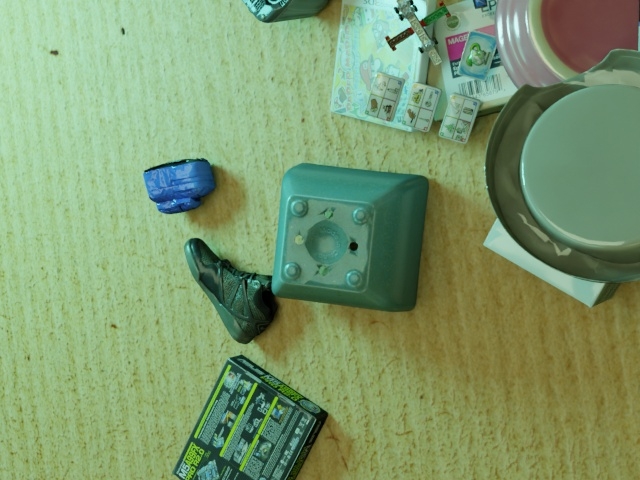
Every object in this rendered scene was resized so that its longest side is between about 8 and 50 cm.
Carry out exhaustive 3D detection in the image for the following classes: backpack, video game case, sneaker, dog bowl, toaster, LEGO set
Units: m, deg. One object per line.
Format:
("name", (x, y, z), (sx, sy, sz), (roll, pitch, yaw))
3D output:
("backpack", (-0.264, -0.107, 2.058), (0.120, 0.098, 0.101), (-16, 94, 12))
("video game case", (0.105, -0.319, 1.862), (0.206, 0.026, 0.226), (21, 111, 44))
("sneaker", (-0.160, 0.071, 2.019), (0.130, 0.087, 0.227), (-38, 79, 19))
("dog bowl", (0.416, -0.097, 1.531), (0.349, 0.102, 0.348), (-4, 74, 13))
("toaster", (-0.037, -0.491, 1.896), (0.129, 0.146, 0.227), (52, 125, 17))
("LEGO set", (0.191, -0.303, 1.762), (0.183, 0.060, 0.244), (16, 110, 3))

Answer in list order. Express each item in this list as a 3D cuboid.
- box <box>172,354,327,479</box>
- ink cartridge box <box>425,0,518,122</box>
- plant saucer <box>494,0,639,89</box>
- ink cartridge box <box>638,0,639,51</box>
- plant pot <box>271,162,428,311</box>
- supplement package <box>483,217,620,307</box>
("box", (-0.137, 0.388, 2.029), (0.216, 0.060, 0.270), (31, 103, 22))
("ink cartridge box", (0.295, -0.315, 1.796), (0.235, 0.088, 0.193), (-12, 87, 26))
("plant saucer", (0.443, -0.346, 1.667), (0.332, 0.084, 0.332), (0, 87, 2))
("ink cartridge box", (0.645, -0.322, 1.598), (0.333, 0.065, 0.165), (1, 92, -6))
("plant pot", (0.037, -0.003, 1.808), (0.248, 0.252, 0.247), (7, 94, 12))
("supplement package", (0.399, -0.010, 1.691), (0.194, 0.203, 0.149), (32, 103, 20))
